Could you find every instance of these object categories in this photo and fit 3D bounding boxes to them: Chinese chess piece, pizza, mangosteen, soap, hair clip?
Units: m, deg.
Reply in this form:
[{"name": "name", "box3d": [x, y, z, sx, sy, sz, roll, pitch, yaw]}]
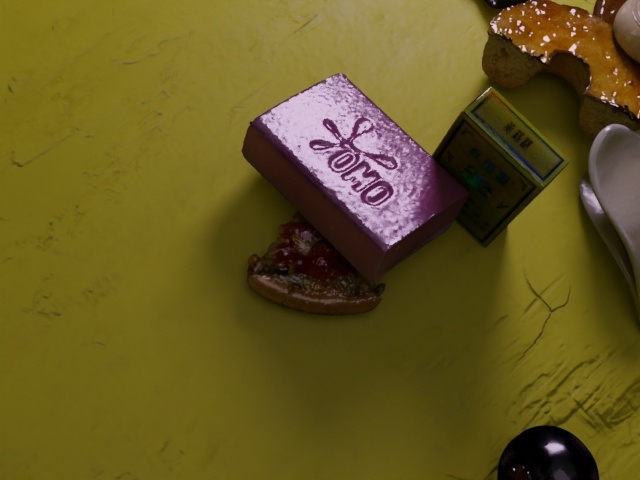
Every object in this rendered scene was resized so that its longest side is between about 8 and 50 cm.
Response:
[{"name": "Chinese chess piece", "box3d": [0.484, -0.302, 1.487, 0.122, 0.051, 0.122, 11, 54, -16]}, {"name": "pizza", "box3d": [0.000, 0.000, 1.373, 0.188, 0.062, 0.198, 8, 68, -9]}, {"name": "mangosteen", "box3d": [0.298, 0.303, 1.298, 0.151, 0.137, 0.137, 13, 65, -42]}, {"name": "soap", "box3d": [0.047, -0.088, 1.357, 0.181, 0.081, 0.259, -33, 69, -33]}, {"name": "hair clip", "box3d": [0.462, -0.026, 1.434, 0.172, 0.113, 0.282, -30, 80, -18]}]

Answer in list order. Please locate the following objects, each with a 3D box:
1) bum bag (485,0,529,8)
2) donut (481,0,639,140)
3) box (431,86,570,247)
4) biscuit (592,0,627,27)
[{"name": "bum bag", "box3d": [0.251, -0.498, 1.579, 0.142, 0.079, 0.326, -27, 81, -10]}, {"name": "donut", "box3d": [0.369, -0.258, 1.496, 0.259, 0.101, 0.152, 33, 58, 7]}, {"name": "box", "box3d": [0.220, -0.091, 1.355, 0.141, 0.220, 0.064, 45, 70, 8]}, {"name": "biscuit", "box3d": [0.587, -0.288, 1.572, 0.367, 0.063, 0.314, 31, 73, 3]}]
